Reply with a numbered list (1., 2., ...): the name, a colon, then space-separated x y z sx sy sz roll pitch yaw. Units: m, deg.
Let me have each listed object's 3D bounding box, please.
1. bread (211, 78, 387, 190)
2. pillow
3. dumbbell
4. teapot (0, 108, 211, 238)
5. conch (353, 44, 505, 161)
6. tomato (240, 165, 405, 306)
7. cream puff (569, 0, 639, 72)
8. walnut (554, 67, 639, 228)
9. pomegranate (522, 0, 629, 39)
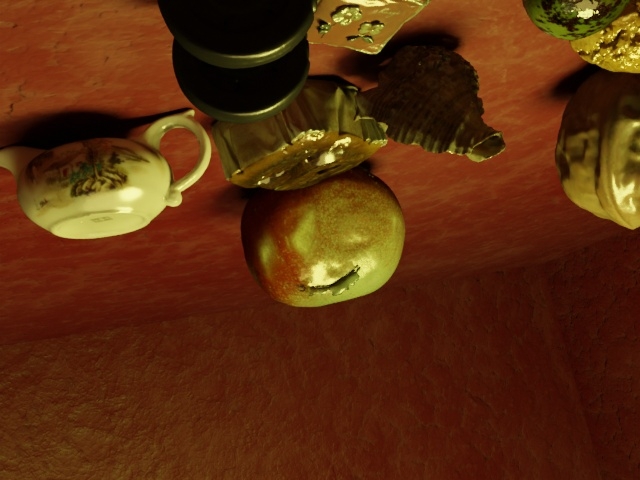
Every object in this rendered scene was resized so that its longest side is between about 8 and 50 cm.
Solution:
1. bread: -0.031 -0.142 1.323 0.210 0.109 0.192 -22 166 39
2. pillow: 0.067 -0.269 0.989 0.126 0.043 0.232 -2 165 -31
3. dumbbell: -0.076 -0.206 0.881 0.143 0.143 0.325 -12 169 -6
4. teapot: -0.293 -0.085 1.253 0.298 0.139 0.204 -10 167 -4
5. conch: 0.142 -0.168 1.219 0.178 0.245 0.163 -26 134 -21
6. tomato: 0.000 0.000 1.710 0.304 0.239 0.303 -13 173 -2
7. cream puff: 0.399 -0.270 1.142 0.189 0.129 0.189 -9 169 -2
8. walnut: 0.503 -0.150 1.467 0.273 0.273 0.227 -16 178 13
9. pomegranate: 0.250 -0.289 0.966 0.125 0.163 0.138 -52 -177 1
